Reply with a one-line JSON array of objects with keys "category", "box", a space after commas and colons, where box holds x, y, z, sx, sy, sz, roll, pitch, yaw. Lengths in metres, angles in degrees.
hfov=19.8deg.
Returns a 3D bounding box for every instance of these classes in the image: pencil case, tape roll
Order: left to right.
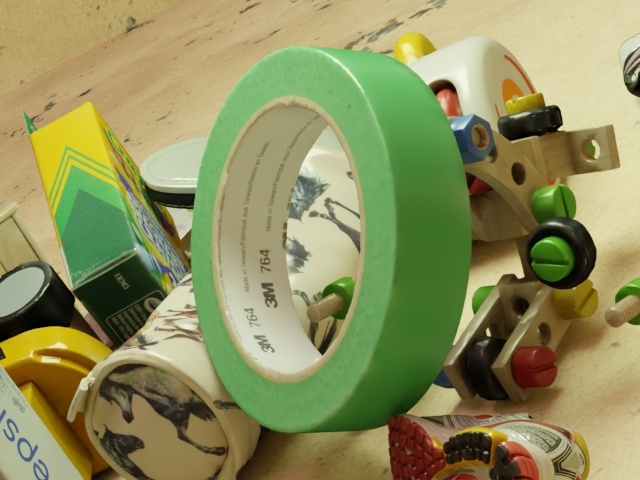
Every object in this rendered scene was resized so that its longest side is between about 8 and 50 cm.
[{"category": "pencil case", "box": [-0.074, 0.069, 1.783, 0.183, 0.160, 0.410, 21, 42, 16]}, {"category": "tape roll", "box": [0.000, 0.000, 1.537, 0.077, 0.321, 0.321, 1, 1, -34]}]

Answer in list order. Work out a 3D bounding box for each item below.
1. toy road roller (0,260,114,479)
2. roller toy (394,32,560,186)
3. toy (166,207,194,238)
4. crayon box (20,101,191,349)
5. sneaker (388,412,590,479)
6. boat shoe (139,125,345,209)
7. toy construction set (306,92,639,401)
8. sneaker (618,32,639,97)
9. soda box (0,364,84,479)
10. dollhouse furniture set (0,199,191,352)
[{"category": "toy road roller", "box": [-0.339, 0.195, 1.829, 0.329, 0.202, 0.241, -25, 32, 13]}, {"category": "roller toy", "box": [0.138, -0.098, 1.848, 0.146, 0.209, 0.191, -22, 28, 25]}, {"category": "toy", "box": [-0.140, -0.057, 2.344, 0.237, 0.056, 0.137, -44, 27, -21]}, {"category": "crayon box", "box": [-0.212, -0.004, 1.955, 0.083, 0.203, 0.323, -29, 42, 3]}, {"category": "sneaker", "box": [0.124, 0.175, 1.419, 0.092, 0.088, 0.225, -9, 4, -27]}, {"category": "boat shoe", "box": [-0.050, -0.061, 2.025, 0.302, 0.091, 0.114, -5, 37, -15]}, {"category": "toy construction set", "box": [0.155, 0.011, 1.628, 0.237, 0.257, 0.309, -26, -13, -49]}, {"category": "sneaker", "box": [0.398, -0.196, 1.936, 0.178, 0.072, 0.077, -28, 31, 31]}, {"category": "soda box", "box": [-0.262, 0.217, 1.526, 0.098, 0.286, 0.091, -22, 23, 22]}, {"category": "dollhouse furniture set", "box": [-0.312, 0.071, 2.108, 0.303, 0.174, 0.355, -40, 22, -23]}]
